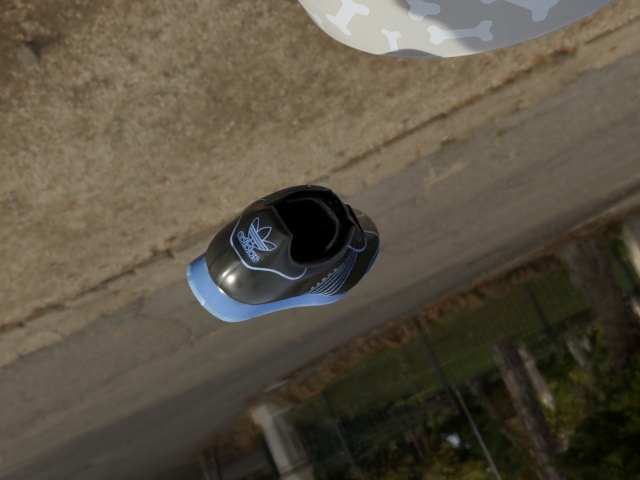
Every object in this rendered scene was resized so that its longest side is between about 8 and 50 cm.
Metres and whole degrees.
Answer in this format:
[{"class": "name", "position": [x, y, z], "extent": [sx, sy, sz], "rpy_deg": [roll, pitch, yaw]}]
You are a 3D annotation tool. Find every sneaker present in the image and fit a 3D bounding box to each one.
[{"class": "sneaker", "position": [0.000, 0.000, 0.694], "extent": [0.090, 0.081, 0.232], "rpy_deg": [-39, 170, 30]}]

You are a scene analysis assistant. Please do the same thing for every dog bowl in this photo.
[{"class": "dog bowl", "position": [0.115, -0.272, 0.680], "extent": [0.349, 0.349, 0.102], "rpy_deg": [-25, 134, 1]}]
